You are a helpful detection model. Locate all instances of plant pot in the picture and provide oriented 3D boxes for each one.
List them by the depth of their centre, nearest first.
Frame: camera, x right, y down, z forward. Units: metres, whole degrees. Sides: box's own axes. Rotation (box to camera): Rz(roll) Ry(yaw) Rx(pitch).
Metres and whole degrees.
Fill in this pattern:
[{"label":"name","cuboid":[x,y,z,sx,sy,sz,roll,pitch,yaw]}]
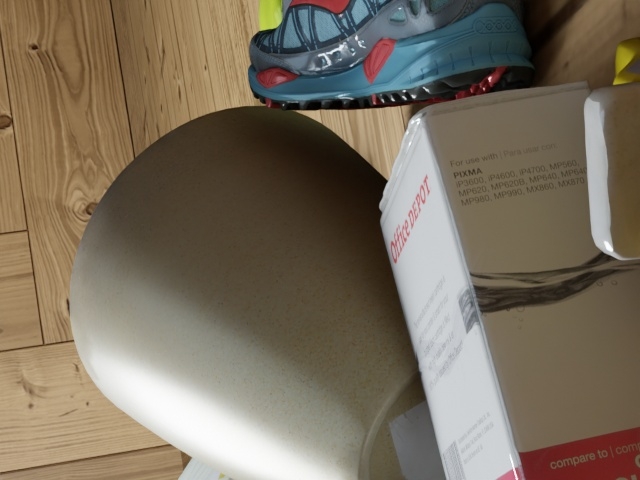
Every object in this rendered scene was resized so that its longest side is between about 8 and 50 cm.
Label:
[{"label":"plant pot","cuboid":[0.004,0.072,0.903,0.274,0.256,0.257,35,133,52]}]

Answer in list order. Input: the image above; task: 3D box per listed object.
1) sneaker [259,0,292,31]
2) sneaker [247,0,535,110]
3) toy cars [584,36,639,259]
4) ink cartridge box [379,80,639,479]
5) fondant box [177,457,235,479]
[{"label":"sneaker","cuboid":[0.005,-0.255,0.992,0.121,0.111,0.300,-10,94,67]},{"label":"sneaker","cuboid":[0.040,-0.144,0.844,0.262,0.104,0.125,4,98,57]},{"label":"toy cars","cuboid":[0.118,-0.112,0.570,0.176,0.087,0.394,100,158,-53]},{"label":"ink cartridge box","cuboid":[0.104,0.052,0.690,0.158,0.092,0.218,106,150,-71]},{"label":"fondant box","cuboid":[-0.075,0.243,1.186,0.330,0.096,0.238,-57,7,-11]}]
